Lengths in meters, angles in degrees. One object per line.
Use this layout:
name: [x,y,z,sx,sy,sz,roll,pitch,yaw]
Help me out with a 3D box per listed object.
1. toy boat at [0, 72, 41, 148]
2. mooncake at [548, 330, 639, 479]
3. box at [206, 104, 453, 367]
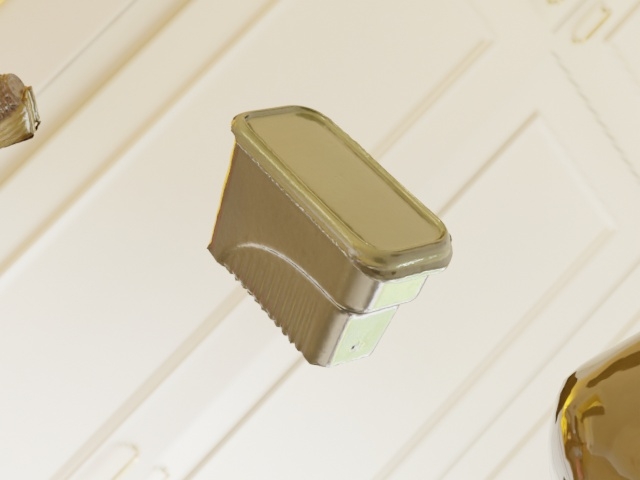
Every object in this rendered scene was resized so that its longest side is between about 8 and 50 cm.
toy boat: [-0.265,-0.080,0.818,0.047,0.149,0.049,-89,161,-46]
mooncake: [0.270,0.247,0.523,0.467,0.262,0.467,-15,90,-77]
box: [0.000,0.000,1.252,0.274,0.138,0.178,47,-48,33]
